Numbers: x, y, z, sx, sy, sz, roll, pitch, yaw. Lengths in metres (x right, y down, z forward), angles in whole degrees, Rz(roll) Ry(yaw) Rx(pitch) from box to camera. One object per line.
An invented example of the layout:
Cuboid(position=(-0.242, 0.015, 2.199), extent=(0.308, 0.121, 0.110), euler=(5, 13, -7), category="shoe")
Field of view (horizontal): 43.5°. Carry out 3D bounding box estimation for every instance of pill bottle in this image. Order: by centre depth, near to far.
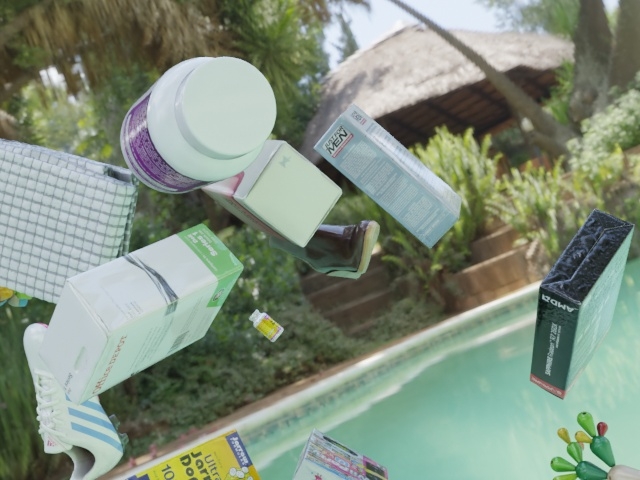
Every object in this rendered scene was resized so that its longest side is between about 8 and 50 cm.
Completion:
Cuboid(position=(-0.173, -0.161, 1.131), extent=(0.169, 0.169, 0.301), euler=(-19, 6, -24), category="pill bottle")
Cuboid(position=(-0.134, 0.206, 1.954), extent=(0.043, 0.083, 0.043), euler=(-50, 1, 1), category="pill bottle")

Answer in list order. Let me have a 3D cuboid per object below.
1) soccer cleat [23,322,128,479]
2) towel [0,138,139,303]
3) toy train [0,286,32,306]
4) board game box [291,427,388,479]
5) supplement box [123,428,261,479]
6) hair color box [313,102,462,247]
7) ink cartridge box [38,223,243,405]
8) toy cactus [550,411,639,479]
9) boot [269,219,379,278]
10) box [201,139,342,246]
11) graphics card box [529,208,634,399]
Cuboid(position=(-0.498, 0.321, 1.552), extent=(0.116, 0.331, 0.143), euler=(-16, 17, 40), category="soccer cleat")
Cuboid(position=(-0.438, -0.030, 1.321), extent=(0.283, 0.235, 0.121), euler=(15, 8, 12), category="towel")
Cuboid(position=(-0.663, 0.103, 1.659), extent=(0.143, 0.105, 0.248), euler=(-2, -10, -33), category="toy train")
Cuboid(position=(0.050, 0.573, 1.915), extent=(0.098, 0.224, 0.303), euler=(-63, -3, 2), category="board game box")
Cuboid(position=(-0.340, 0.633, 1.961), extent=(0.195, 0.194, 0.356), euler=(-38, -15, 36), category="supplement box")
Cuboid(position=(0.173, -0.165, 1.985), extent=(0.113, 0.374, 0.185), euler=(-48, 3, 21), category="hair color box")
Cuboid(position=(-0.224, 0.089, 1.003), extent=(0.219, 0.092, 0.160), euler=(-26, -23, -48), category="ink cartridge box")
Cuboid(position=(0.507, 0.428, 1.450), extent=(0.180, 0.219, 0.112), euler=(1, -18, 38), category="toy cactus")
Cuboid(position=(0.000, 0.000, 1.590), extent=(0.206, 0.090, 0.248), euler=(21, -23, 0), category="boot")
Cuboid(position=(-0.095, -0.093, 1.449), extent=(0.127, 0.148, 0.232), euler=(-56, 26, -8), category="box")
Cuboid(position=(0.534, 0.140, 1.658), extent=(0.233, 0.094, 0.371), euler=(-47, -31, -24), category="graphics card box")
